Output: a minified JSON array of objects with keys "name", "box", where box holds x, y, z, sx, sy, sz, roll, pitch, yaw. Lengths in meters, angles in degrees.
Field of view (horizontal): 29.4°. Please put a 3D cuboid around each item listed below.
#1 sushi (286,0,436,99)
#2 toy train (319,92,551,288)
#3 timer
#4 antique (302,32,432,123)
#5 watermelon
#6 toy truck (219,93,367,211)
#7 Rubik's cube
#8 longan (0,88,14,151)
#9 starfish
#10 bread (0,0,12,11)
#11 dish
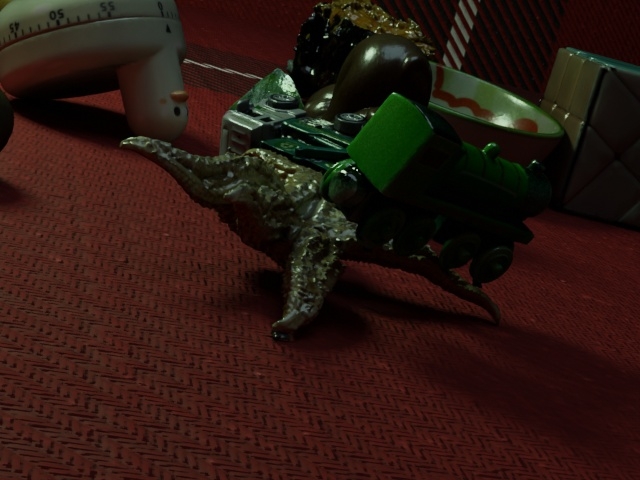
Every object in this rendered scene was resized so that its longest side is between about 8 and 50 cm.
[{"name":"sushi","box":[0.062,-0.322,2.150,0.234,0.207,0.348,17,14,-24]},{"name":"toy train","box":[0.105,-0.039,1.011,0.251,0.119,0.085,14,31,-51]},{"name":"timer","box":[-0.273,-0.218,1.478,0.234,0.240,0.233,-12,0,0]},{"name":"antique","box":[0.049,-0.153,1.461,0.121,0.143,0.257,10,-18,-15]},{"name":"watermelon","box":[-0.053,-0.182,1.739,0.080,0.101,0.155,20,19,-33]},{"name":"toy truck","box":[-0.019,-0.085,1.322,0.216,0.110,0.116,26,28,36]},{"name":"Rubik's cube","box":[0.458,-0.150,1.840,0.231,0.221,0.224,13,13,-8]},{"name":"longan","box":[-0.331,-0.105,1.089,0.113,0.092,0.113,-3,32,2]},{"name":"starfish","box":[-0.018,0.001,1.012,0.301,0.084,0.293,40,15,19]},{"name":"bread","box":[-0.493,-0.339,1.825,0.217,0.098,0.147,12,13,-23]},{"name":"dish","box":[0.181,-0.163,1.775,0.324,0.124,0.324,18,19,-7]}]
